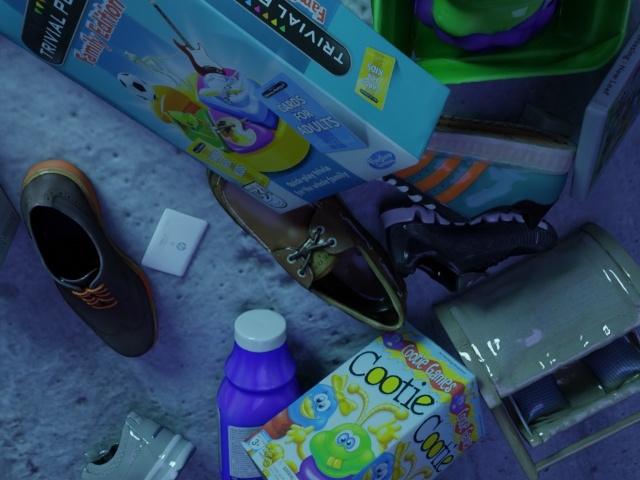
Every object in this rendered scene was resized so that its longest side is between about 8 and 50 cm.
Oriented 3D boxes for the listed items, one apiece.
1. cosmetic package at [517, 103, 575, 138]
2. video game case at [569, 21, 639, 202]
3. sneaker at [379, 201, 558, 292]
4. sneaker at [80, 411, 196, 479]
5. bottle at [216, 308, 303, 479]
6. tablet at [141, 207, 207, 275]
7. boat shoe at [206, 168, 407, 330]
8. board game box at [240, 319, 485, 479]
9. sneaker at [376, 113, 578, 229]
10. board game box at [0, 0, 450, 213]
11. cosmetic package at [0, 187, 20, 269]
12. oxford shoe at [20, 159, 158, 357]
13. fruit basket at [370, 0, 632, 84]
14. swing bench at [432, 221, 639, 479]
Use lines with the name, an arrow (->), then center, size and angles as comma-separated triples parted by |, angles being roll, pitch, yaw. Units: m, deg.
cosmetic package -> 0.259, -0.102, 0.825 | 0.041, 0.060, 0.115 | 9, 119, -17
video game case -> 0.332, -0.161, 0.722 | 0.193, 0.023, 0.212 | -56, 156, -8
sneaker -> 0.188, 0.016, 0.844 | 0.235, 0.106, 0.078 | 4, 162, -12
sneaker -> -0.294, 0.344, 0.952 | 0.115, 0.105, 0.281 | 43, 107, 1
bottle -> -0.083, 0.226, 0.916 | 0.118, 0.092, 0.282 | -7, 121, -16
tablet -> -0.177, 0.003, 0.813 | 0.054, 0.006, 0.083 | 20, 114, -23
boat shoe -> 0.000, 0.000, 0.795 | 0.307, 0.104, 0.110 | 35, 108, -27
board game box -> 0.063, 0.259, 0.881 | 0.275, 0.142, 0.144 | -35, 133, -17
sneaker -> 0.126, -0.078, 0.756 | 0.303, 0.108, 0.120 | 9, 116, -1
board game box -> -0.101, -0.158, 0.576 | 0.336, 0.254, 0.079 | 32, 69, -21
cosmetic package -> -0.393, -0.073, 0.652 | 0.086, 0.117, 0.231 | -20, 124, 0
oxford shoe -> -0.263, 0.047, 0.763 | 0.097, 0.098, 0.271 | -22, 122, 0
fruit basket -> 0.148, -0.291, 0.509 | 0.283, 0.392, 0.391 | -7, 121, -10
swing bench -> 0.334, 0.155, 0.934 | 0.253, 0.165, 0.254 | -29, 122, 5
